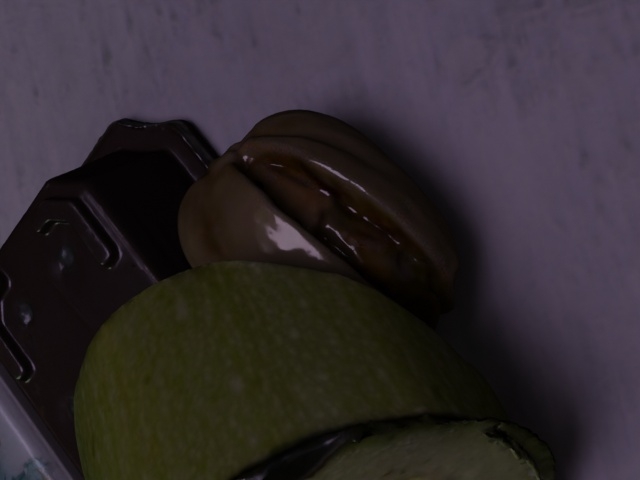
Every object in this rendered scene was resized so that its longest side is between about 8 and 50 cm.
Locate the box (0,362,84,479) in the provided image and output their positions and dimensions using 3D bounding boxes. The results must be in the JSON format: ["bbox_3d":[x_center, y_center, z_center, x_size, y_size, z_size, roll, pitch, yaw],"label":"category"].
[{"bbox_3d":[-0.163,0.200,1.160,0.142,0.044,0.285,-49,68,26],"label":"box"}]

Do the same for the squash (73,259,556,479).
[{"bbox_3d":[-0.005,0.119,0.942,0.220,0.220,0.133,-55,37,28],"label":"squash"}]

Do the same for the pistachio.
[{"bbox_3d":[0.000,0.000,0.974,0.149,0.113,0.113,42,119,18],"label":"pistachio"}]

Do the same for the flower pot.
[{"bbox_3d":[-0.091,0.063,1.060,0.251,0.084,0.179,52,122,20],"label":"flower pot"}]
